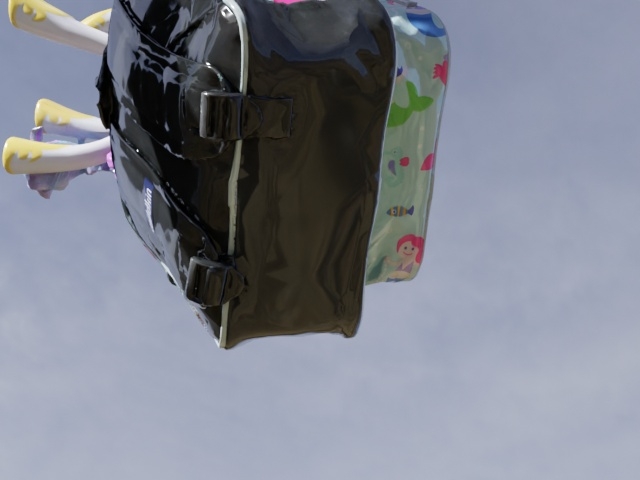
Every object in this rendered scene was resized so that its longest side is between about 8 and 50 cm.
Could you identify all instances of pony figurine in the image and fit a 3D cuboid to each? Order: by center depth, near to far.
[{"bbox_3d":[-0.180,-0.143,1.151,0.364,0.351,0.303,1,-4,9],"label":"pony figurine"}]

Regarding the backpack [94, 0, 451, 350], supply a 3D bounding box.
[{"bbox_3d":[-0.044,-0.075,0.629,0.191,0.253,0.225,-9,-64,-31],"label":"backpack"}]
